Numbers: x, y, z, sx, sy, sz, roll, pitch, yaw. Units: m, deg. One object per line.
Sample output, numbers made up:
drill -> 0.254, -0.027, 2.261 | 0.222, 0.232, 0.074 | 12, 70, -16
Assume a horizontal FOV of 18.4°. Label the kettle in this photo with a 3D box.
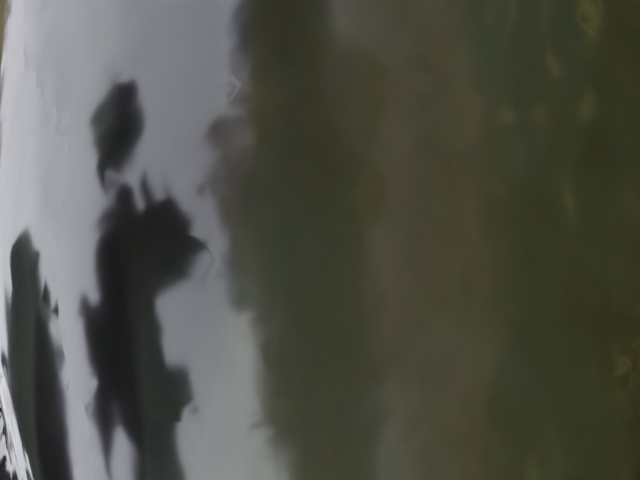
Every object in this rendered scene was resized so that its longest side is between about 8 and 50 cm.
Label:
kettle -> 0.064, -0.007, 0.487 | 0.228, 0.321, 0.324 | 70, -163, -52
